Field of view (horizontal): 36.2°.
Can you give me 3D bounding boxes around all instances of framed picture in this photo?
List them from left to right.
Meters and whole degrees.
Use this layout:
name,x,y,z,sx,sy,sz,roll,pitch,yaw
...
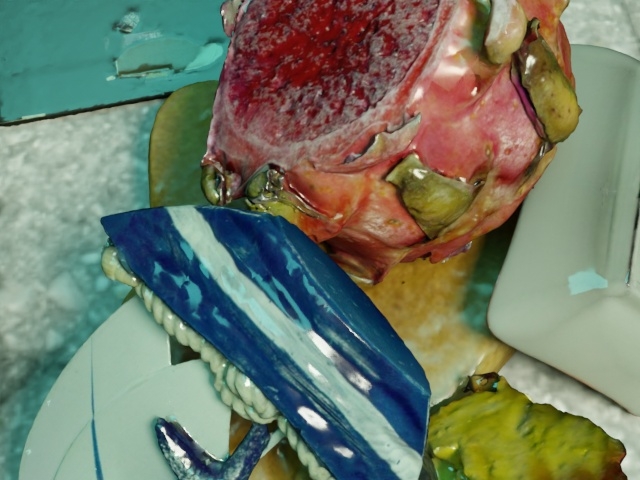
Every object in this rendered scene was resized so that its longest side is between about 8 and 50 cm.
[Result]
name,x,y,z,sx,sy,sz,roll,pitch,yaw
framed picture,-0.151,-0.261,0.764,0.244,0.013,0.324,-10,79,-1

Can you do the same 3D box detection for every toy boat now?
name,x,y,z,sx,sy,sz,roll,pitch,yaw
toy boat,-0.060,0.124,0.530,0.210,0.070,0.292,25,105,8

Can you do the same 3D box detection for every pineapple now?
name,x,y,z,sx,sy,sz,roll,pitch,yaw
pineapple,0.126,0.173,0.489,0.114,0.186,0.236,-32,74,-10

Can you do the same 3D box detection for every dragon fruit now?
name,x,y,z,sx,sy,sz,roll,pitch,yaw
dragon fruit,0.035,-0.086,0.551,0.211,0.147,0.282,20,80,30

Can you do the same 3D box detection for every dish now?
name,x,y,z,sx,sy,sz,roll,pitch,yaw
dish,0.196,-0.014,0.597,0.151,0.077,0.213,29,64,-25

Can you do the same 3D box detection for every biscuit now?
name,x,y,z,sx,sy,sz,roll,pitch,yaw
biscuit,0.000,0.001,0.648,0.287,0.057,0.344,33,71,16
